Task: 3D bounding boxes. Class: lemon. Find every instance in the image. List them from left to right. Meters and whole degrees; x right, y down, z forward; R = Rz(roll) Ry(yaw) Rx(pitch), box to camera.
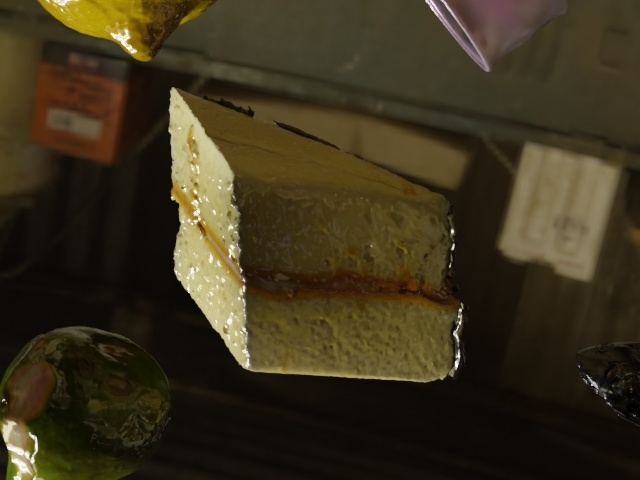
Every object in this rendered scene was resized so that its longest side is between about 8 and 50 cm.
[{"bbox_3d":[-0.143,-0.250,1.137,0.187,0.244,0.187,-9,166,-2],"label":"lemon"}]

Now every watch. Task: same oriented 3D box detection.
[{"bbox_3d":[0.138,-0.295,1.482,0.217,0.211,0.248,54,-177,29],"label":"watch"}]

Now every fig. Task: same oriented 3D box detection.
[{"bbox_3d":[-0.309,0.241,1.867,0.206,0.275,0.206,25,-163,-9],"label":"fig"}]

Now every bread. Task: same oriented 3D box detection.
[{"bbox_3d":[0.000,0.000,2.060,0.405,0.345,0.242,-2,-145,-23],"label":"bread"}]

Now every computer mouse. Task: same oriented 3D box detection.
[{"bbox_3d":[0.468,0.198,2.139,0.242,0.077,0.146,24,-148,-1],"label":"computer mouse"}]
